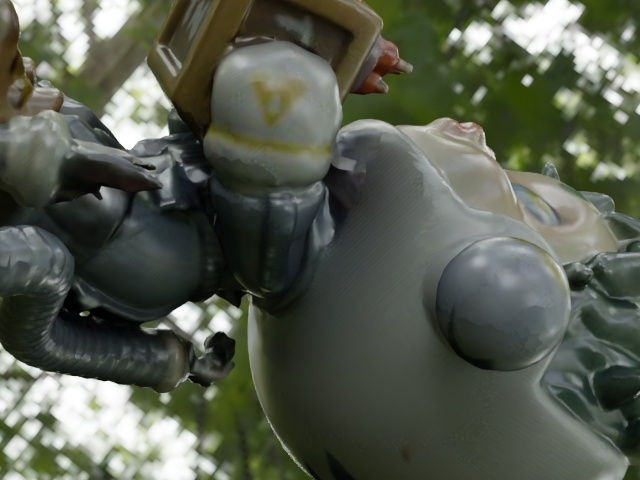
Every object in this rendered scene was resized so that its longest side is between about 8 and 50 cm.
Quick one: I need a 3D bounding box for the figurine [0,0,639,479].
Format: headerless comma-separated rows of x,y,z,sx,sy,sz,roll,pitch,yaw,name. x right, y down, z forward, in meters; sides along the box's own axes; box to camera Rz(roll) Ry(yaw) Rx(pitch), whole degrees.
0.000,-0.003,0.772,0.382,0.186,0.261,30,16,-24,figurine
